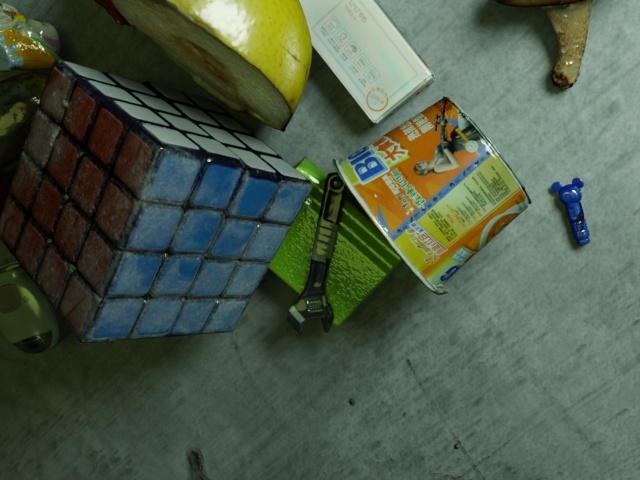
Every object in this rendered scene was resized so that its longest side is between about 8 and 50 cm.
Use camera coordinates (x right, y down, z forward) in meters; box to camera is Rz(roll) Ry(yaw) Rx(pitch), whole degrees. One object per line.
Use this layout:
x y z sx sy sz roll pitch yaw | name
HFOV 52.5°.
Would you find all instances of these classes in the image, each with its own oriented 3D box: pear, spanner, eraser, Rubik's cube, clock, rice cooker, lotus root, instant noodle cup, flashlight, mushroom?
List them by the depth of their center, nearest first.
0.410 -0.354 1.046 0.227 0.148 0.217 -7 119 26 | mushroom
-0.142 -0.360 1.059 0.341 0.386 0.191 30 86 24 | pear
0.191 -0.088 1.080 0.214 0.296 0.296 -39 91 11 | instant noodle cup
-0.288 -0.059 1.114 0.344 0.337 0.344 41 110 32 | Rubik's cube
0.448 -0.051 1.139 0.057 0.035 0.121 -11 104 41 | flashlight
0.007 0.029 1.187 0.087 0.024 0.315 14 106 7 | spanner
0.000 0.000 1.237 0.274 0.092 0.210 43 109 0 | eraser
-0.610 -0.401 1.279 0.231 0.144 0.103 29 133 7 | clock
-0.621 -0.234 1.294 0.275 0.152 0.160 -32 73 0 | lotus root
-0.628 0.142 1.415 0.145 0.127 0.206 -19 94 17 | rice cooker

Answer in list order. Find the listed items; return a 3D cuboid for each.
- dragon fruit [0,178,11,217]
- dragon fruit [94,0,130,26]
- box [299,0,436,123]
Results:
-0.744 -0.047 1.284 0.282 0.343 0.100 -20 67 13 | dragon fruit
-0.327 -0.482 1.171 0.209 0.172 0.172 -43 89 18 | dragon fruit
0.070 -0.346 1.143 0.135 0.079 0.269 -38 91 20 | box
